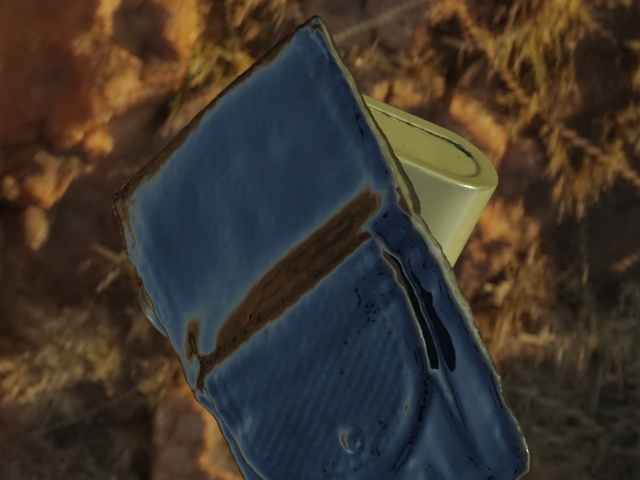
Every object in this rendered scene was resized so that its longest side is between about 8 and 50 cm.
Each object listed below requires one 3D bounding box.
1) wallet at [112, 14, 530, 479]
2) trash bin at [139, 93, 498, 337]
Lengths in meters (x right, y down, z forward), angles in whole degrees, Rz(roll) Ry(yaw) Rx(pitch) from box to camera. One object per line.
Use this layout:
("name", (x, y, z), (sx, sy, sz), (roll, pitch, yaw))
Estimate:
("wallet", (-0.011, 0.051, 1.218), (0.247, 0.041, 0.323), (-38, 69, 38))
("trash bin", (0.000, 0.000, 1.618), (0.243, 0.121, 0.247), (23, 117, -12))
